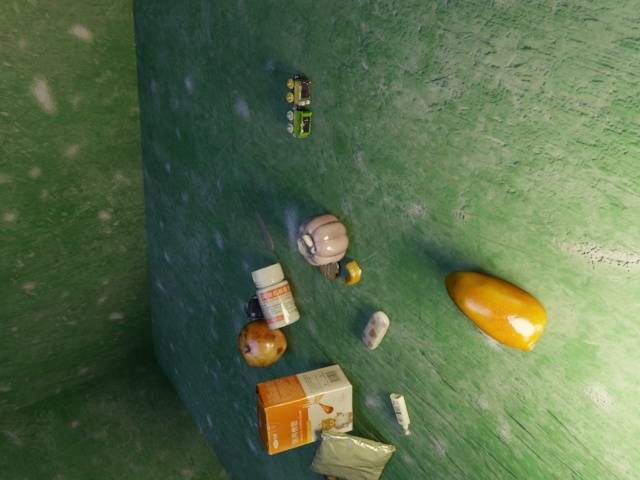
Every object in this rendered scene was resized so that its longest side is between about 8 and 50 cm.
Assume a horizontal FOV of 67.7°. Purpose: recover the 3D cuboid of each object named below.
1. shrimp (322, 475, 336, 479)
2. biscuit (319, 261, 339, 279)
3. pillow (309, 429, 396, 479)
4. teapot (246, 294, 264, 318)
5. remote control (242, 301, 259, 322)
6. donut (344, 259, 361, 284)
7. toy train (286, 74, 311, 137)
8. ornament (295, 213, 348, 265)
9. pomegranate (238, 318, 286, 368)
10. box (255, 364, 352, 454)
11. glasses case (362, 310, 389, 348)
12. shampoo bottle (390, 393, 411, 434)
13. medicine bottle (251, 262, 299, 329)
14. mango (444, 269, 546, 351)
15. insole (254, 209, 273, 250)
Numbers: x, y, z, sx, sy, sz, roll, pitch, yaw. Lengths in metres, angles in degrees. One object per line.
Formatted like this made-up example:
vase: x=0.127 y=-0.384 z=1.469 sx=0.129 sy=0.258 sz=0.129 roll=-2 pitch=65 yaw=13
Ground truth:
shrimp: x=0.019 y=1.001 z=2.109 sx=0.132 sy=0.052 sz=0.187 roll=26 pitch=128 yaw=44
biscuit: x=0.028 y=0.087 z=1.719 sx=0.120 sy=0.015 sz=0.120 roll=27 pitch=126 yaw=45
pillow: x=0.109 y=0.817 z=1.774 sx=0.275 sy=0.076 sz=0.280 roll=14 pitch=127 yaw=0
teapot: x=-0.268 y=0.292 z=2.129 sx=0.149 sy=0.111 sz=0.108 roll=-17 pitch=77 yaw=60
remote control: x=-0.336 y=0.359 z=2.309 sx=0.122 sy=0.032 sz=0.074 roll=60 pitch=143 yaw=14
donut: x=0.101 y=0.115 z=1.616 sx=0.067 sy=0.038 sz=0.083 roll=59 pitch=141 yaw=11
toy train: x=-0.070 y=-0.440 z=1.579 sx=0.081 sy=0.060 sz=0.202 roll=25 pitch=124 yaw=37
ornament: x=0.000 y=0.000 z=1.593 sx=0.177 sy=0.178 sz=0.177 roll=26 pitch=125 yaw=45
pomegranate: x=-0.251 y=0.451 z=2.106 sx=0.215 sy=0.215 sz=0.215 roll=26 pitch=125 yaw=45
box: x=-0.063 y=0.627 z=1.786 sx=0.143 sy=0.341 sz=0.224 roll=-133 pitch=38 yaw=-61
glasses case: x=0.182 y=0.299 z=1.587 sx=0.063 sy=0.041 sz=0.164 roll=48 pitch=139 yaw=29
shampoo bottle: x=0.273 y=0.585 z=1.603 sx=0.049 sy=0.034 sz=0.141 roll=-11 pitch=97 yaw=47
medicine bottle: x=-0.188 y=0.226 z=1.962 sx=0.144 sy=0.145 sz=0.252 roll=-24 pitch=84 yaw=54
mango: x=0.410 y=0.152 z=1.139 sx=0.252 sy=0.154 sz=0.126 roll=35 pitch=125 yaw=22
insole: x=-0.239 y=-0.043 z=2.025 sx=0.064 sy=0.004 sz=0.188 roll=-32 pitch=79 yaw=52
